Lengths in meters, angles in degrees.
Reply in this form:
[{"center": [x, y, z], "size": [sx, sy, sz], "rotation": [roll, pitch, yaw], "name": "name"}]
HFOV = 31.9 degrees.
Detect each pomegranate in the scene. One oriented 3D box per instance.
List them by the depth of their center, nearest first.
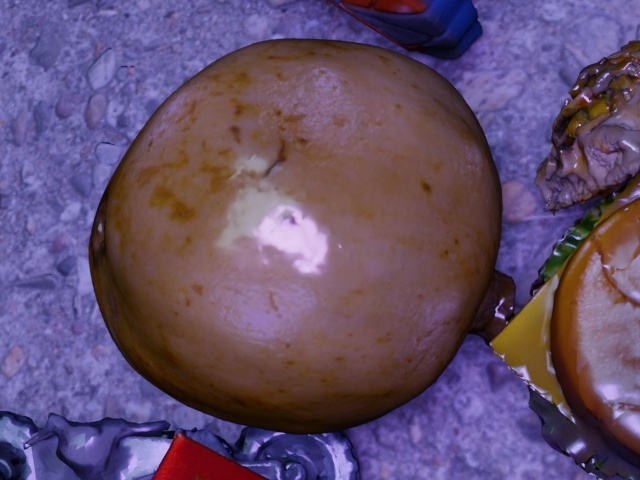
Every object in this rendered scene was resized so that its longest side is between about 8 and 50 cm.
[{"center": [-0.019, -0.001, 0.772], "size": [0.307, 0.307, 0.307], "rotation": [-7, 70, 18], "name": "pomegranate"}]

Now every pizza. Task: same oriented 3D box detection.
[{"center": [0.197, -0.087, 0.778], "size": [0.069, 0.226, 0.147], "rotation": [48, 132, -2], "name": "pizza"}]

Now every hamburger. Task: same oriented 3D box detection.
[{"center": [0.257, 0.069, 0.732], "size": [0.243, 0.138, 0.261], "rotation": [-46, 63, 1], "name": "hamburger"}]

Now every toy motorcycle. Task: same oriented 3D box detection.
[{"center": [-0.133, 0.221, 0.834], "size": [0.326, 0.143, 0.188], "rotation": [-1, 76, 4], "name": "toy motorcycle"}]

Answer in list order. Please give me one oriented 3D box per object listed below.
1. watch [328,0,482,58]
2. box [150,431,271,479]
[{"center": [0.056, -0.314, 0.849], "size": [0.241, 0.305, 0.274], "rotation": [37, 95, 26], "name": "watch"}, {"center": [0.000, 0.282, 0.693], "size": [0.313, 0.089, 0.197], "rotation": [27, 61, 2], "name": "box"}]
